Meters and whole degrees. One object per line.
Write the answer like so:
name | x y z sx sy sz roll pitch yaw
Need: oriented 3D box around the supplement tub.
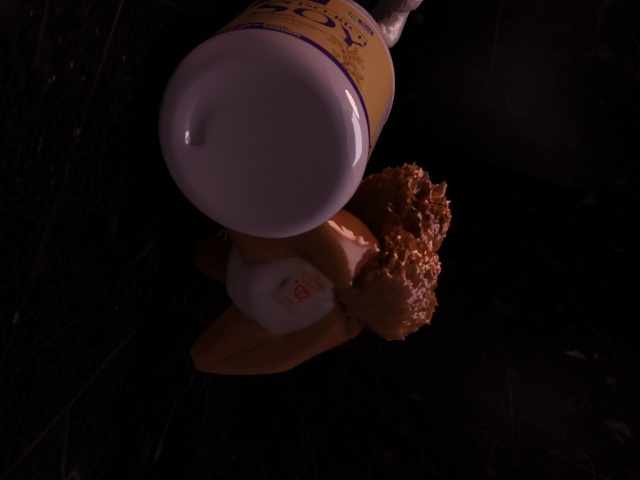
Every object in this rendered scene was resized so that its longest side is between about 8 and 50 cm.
supplement tub | -0.036 -0.176 1.034 0.331 0.241 0.241 -66 172 -59

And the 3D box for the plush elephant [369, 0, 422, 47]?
plush elephant | 0.079 -0.517 1.343 0.330 0.255 0.272 -38 -118 33

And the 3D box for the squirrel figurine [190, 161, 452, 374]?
squirrel figurine | 0.000 0.000 1.289 0.370 0.397 0.281 -96 -171 -67
